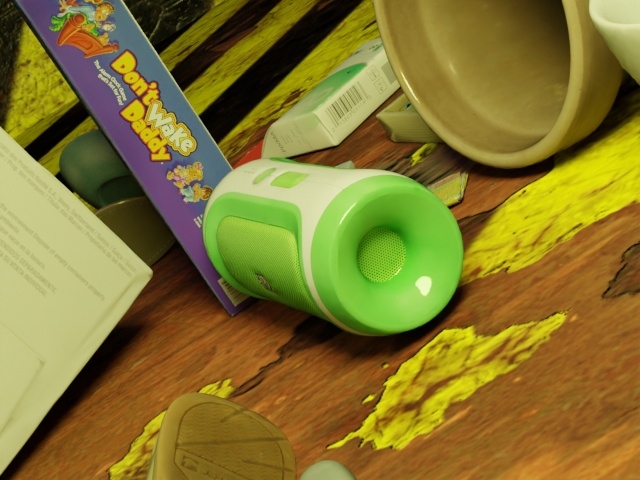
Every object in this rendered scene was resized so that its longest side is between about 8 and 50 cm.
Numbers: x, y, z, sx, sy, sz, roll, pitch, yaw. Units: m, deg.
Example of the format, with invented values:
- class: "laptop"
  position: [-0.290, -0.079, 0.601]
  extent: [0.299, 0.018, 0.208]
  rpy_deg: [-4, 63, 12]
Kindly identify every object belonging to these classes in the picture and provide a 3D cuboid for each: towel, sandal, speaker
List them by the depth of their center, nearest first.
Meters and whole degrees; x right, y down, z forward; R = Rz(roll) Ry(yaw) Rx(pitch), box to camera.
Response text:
- class: "speaker"
  position: [0.000, 0.000, 1.251]
  extent: [0.131, 0.131, 0.296]
  rpy_deg: [-38, 18, -15]
- class: "towel"
  position: [0.092, -0.031, 1.370]
  extent: [0.083, 0.009, 0.060]
  rpy_deg: [-28, 19, 20]
- class: "sandal"
  position: [-0.264, 0.018, 1.739]
  extent: [0.240, 0.088, 0.079]
  rpy_deg: [-38, 23, 3]

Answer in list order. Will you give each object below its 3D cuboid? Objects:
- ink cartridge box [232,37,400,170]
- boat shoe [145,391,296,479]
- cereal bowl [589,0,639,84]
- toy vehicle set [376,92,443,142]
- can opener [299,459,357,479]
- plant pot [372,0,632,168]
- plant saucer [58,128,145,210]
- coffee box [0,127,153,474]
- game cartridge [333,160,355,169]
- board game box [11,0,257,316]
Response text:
- class: "ink cartridge box"
  position: [-0.007, -0.162, 1.827]
  extent: [0.225, 0.056, 0.181]
  rpy_deg: [-7, 31, 51]
- class: "boat shoe"
  position: [-0.096, 0.225, 0.886]
  extent: [0.123, 0.123, 0.342]
  rpy_deg: [-59, 10, 27]
- class: "cereal bowl"
  position: [0.367, -0.189, 1.085]
  extent: [0.339, 0.141, 0.339]
  rpy_deg: [-30, 18, 10]
- class: "toy vehicle set"
  position: [0.196, -0.189, 1.562]
  extent: [0.267, 0.035, 0.166]
  rpy_deg: [-40, 19, -18]
- class: "can opener"
  position: [0.040, 0.193, 0.746]
  extent: [0.074, 0.093, 0.280]
  rpy_deg: [-36, 22, -10]
- class: "plant pot"
  position: [0.207, -0.218, 1.331]
  extent: [0.229, 0.263, 0.263]
  rpy_deg: [-23, 10, -31]
- class: "plant saucer"
  position: [-0.194, -0.060, 1.719]
  extent: [0.195, 0.195, 0.037]
  rpy_deg: [-20, 53, 36]
- class: "coffee box"
  position: [-0.440, 0.057, 1.449]
  extent: [0.334, 0.337, 0.338]
  rpy_deg: [-8, 42, 53]
- class: "game cartridge"
  position: [-0.003, -0.051, 1.583]
  extent: [0.083, 0.017, 0.056]
  rpy_deg: [-26, 22, 23]
- class: "board game box"
  position: [-0.167, -0.112, 1.480]
  extent: [0.078, 0.347, 0.233]
  rpy_deg: [-35, 18, -5]
